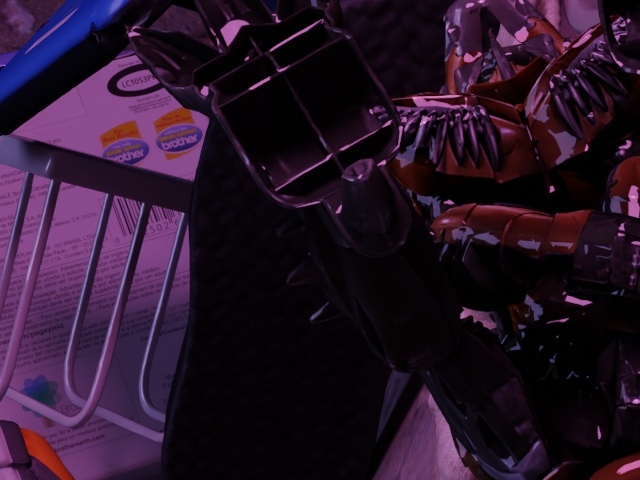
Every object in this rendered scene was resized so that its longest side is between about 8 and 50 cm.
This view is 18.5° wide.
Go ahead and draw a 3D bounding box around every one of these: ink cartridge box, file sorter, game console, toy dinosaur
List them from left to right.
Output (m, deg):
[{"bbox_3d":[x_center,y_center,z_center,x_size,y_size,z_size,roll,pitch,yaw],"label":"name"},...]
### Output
[{"bbox_3d":[-0.199,0.011,1.584,0.151,0.270,0.395,130,121,-66],"label":"ink cartridge box"},{"bbox_3d":[-0.118,0.039,1.308,0.193,0.277,0.173,16,91,56],"label":"file sorter"},{"bbox_3d":[-0.034,-0.118,1.115,0.250,0.173,0.293,-51,13,-25],"label":"game console"},{"bbox_3d":[0.081,0.009,0.534,0.322,0.164,0.218,45,165,52],"label":"toy dinosaur"}]

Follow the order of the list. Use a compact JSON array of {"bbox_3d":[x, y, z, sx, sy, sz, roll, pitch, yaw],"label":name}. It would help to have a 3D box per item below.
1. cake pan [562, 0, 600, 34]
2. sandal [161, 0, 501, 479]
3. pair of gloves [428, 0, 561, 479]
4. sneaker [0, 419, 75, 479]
[{"bbox_3d":[0.171,-0.210,0.748,0.293,0.054,0.293,-161,90,-84],"label":"cake pan"},{"bbox_3d":[-0.003,0.000,1.120,0.107,0.167,0.446,-85,13,-45],"label":"sandal"},{"bbox_3d":[0.061,0.036,0.809,0.204,0.042,0.240,99,177,-52],"label":"pair of gloves"},{"bbox_3d":[-0.064,0.206,0.887,0.321,0.180,0.124,61,140,45],"label":"sneaker"}]
